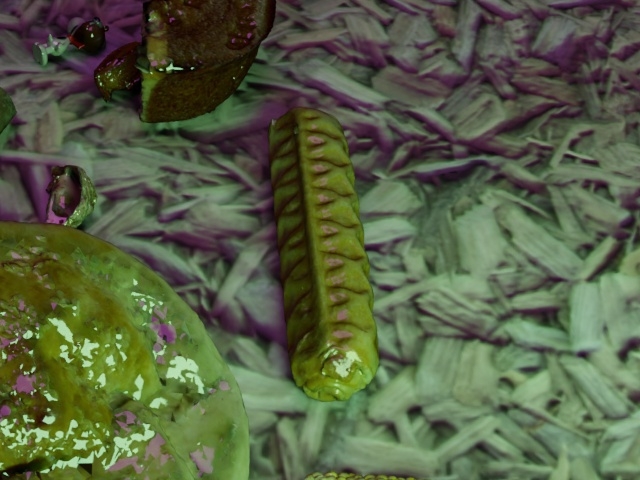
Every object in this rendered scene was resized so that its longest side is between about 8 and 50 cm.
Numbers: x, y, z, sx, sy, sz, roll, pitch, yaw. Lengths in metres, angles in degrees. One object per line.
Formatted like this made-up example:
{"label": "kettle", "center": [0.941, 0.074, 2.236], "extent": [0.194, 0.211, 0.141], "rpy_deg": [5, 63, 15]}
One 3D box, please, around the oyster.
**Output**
{"label": "oyster", "center": [-0.257, -0.035, 1.261], "extent": [0.080, 0.038, 0.083], "rpy_deg": [12, 72, 40]}

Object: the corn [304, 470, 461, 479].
{"label": "corn", "center": [0.104, 0.236, 0.987], "extent": [0.244, 0.093, 0.093], "rpy_deg": [5, 47, 5]}

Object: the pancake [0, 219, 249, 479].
{"label": "pancake", "center": [-0.218, 0.142, 0.954], "extent": [0.386, 0.082, 0.387], "rpy_deg": [18, 53, -26]}

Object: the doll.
{"label": "doll", "center": [-0.286, -0.230, 1.423], "extent": [0.058, 0.040, 0.085], "rpy_deg": [18, 42, 29]}

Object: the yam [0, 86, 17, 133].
{"label": "yam", "center": [-0.392, -0.059, 1.242], "extent": [0.061, 0.061, 0.274], "rpy_deg": [16, 49, 10]}

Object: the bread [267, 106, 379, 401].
{"label": "bread", "center": [-0.001, 0.001, 1.210], "extent": [0.084, 0.077, 0.368], "rpy_deg": [1, 46, -9]}

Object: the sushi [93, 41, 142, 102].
{"label": "sushi", "center": [-0.218, -0.190, 1.389], "extent": [0.099, 0.047, 0.050], "rpy_deg": [-43, 28, -26]}

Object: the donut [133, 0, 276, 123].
{"label": "donut", "center": [-0.131, -0.202, 1.354], "extent": [0.144, 0.126, 0.187], "rpy_deg": [12, 51, -10]}
